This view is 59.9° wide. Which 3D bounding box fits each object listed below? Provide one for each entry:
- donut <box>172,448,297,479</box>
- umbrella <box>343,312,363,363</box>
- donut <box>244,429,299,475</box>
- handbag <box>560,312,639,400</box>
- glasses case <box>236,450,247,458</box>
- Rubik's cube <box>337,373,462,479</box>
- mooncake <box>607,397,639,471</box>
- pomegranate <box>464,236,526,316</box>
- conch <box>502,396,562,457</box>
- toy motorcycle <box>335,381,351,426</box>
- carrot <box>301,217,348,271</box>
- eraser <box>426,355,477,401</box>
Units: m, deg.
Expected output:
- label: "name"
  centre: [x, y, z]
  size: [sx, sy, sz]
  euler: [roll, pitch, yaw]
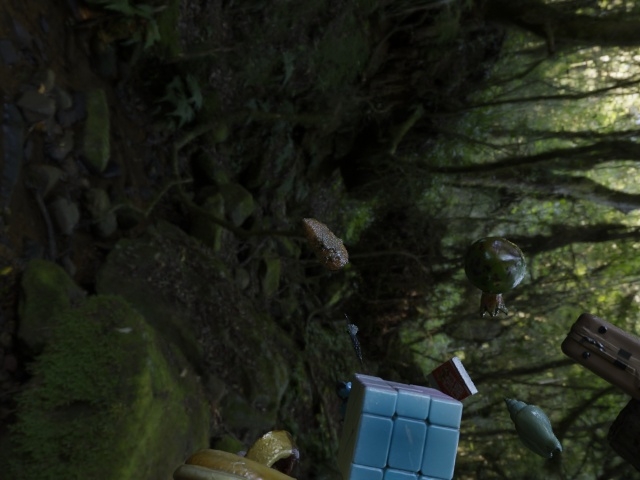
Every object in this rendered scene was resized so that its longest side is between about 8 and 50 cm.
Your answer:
- label: "donut"
  centre: [-0.219, 0.748, 1.603]
  size: [0.448, 0.450, 0.198]
  euler: [79, 27, -54]
- label: "umbrella"
  centre: [0.116, 0.331, 1.861]
  size: [0.269, 0.044, 0.044]
  euler: [-109, 175, -59]
- label: "donut"
  centre: [-0.147, 0.738, 1.919]
  size: [0.217, 0.141, 0.085]
  euler: [28, 5, -45]
- label: "handbag"
  centre: [0.847, 0.341, 1.552]
  size: [0.302, 0.149, 0.283]
  euler: [32, 4, 32]
- label: "glasses case"
  centre: [-0.233, 0.978, 2.266]
  size: [0.314, 0.075, 0.122]
  euler: [36, -9, 31]
- label: "Rubik's cube"
  centre: [0.244, 0.630, 1.800]
  size: [0.319, 0.316, 0.321]
  euler: [122, -20, -82]
- label: "mooncake"
  centre: [1.030, 0.554, 1.665]
  size: [0.187, 0.324, 0.323]
  euler: [42, -29, 46]
- label: "pomegranate"
  centre: [0.625, 0.127, 1.986]
  size: [0.231, 0.231, 0.285]
  euler: [78, 14, -74]
- label: "conch"
  centre: [0.427, 0.385, 1.145]
  size: [0.180, 0.065, 0.088]
  euler: [-126, -127, -62]
- label: "toy motorcycle"
  centre: [0.155, 0.643, 2.042]
  size: [0.124, 0.182, 0.271]
  euler: [-20, 91, -47]
- label: "carrot"
  centre: [0.000, 0.000, 1.671]
  size: [0.263, 0.102, 0.101]
  euler: [52, 23, -52]
- label: "eraser"
  centre: [0.528, 0.579, 2.252]
  size: [0.157, 0.038, 0.230]
  euler: [61, -30, 20]
